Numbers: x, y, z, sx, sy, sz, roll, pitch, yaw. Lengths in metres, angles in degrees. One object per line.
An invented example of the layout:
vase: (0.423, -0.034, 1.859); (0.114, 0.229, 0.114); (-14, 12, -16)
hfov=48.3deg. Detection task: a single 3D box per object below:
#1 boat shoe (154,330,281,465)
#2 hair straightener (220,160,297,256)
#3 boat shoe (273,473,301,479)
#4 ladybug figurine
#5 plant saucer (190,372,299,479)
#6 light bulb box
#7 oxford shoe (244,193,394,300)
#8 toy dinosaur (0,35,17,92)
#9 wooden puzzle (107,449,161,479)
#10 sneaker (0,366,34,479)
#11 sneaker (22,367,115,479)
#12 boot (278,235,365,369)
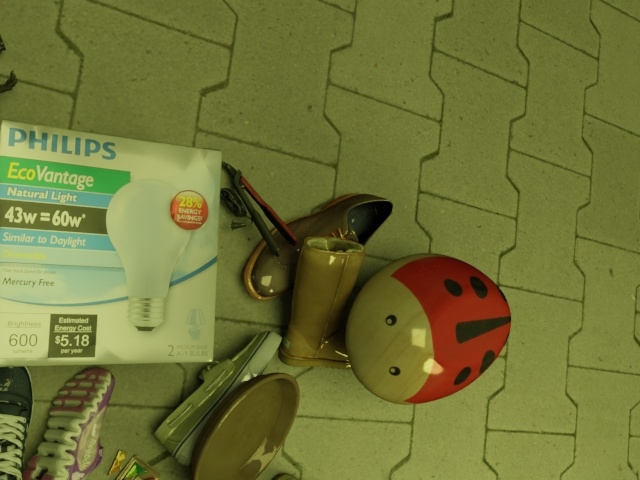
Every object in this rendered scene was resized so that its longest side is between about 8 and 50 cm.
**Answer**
boat shoe: (-0.188, 0.277, 1.344); (0.094, 0.109, 0.302); (37, 62, 4)
hair straightener: (-0.147, -0.061, 1.398); (0.089, 0.047, 0.230); (-36, 86, -19)
boat shoe: (0.017, 0.575, 1.456); (0.285, 0.089, 0.104); (37, 67, -25)
ladybug figurine: (0.246, 0.175, 1.451); (0.450, 0.162, 0.304); (-12, 95, -43)
plant saucer: (-0.142, 0.362, 1.326); (0.278, 0.041, 0.277); (-37, 142, -36)
light bulb box: (-0.370, 0.016, 1.181); (0.358, 0.225, 0.360); (4, 85, -32)
oxford shoe: (0.000, 0.000, 1.467); (0.364, 0.133, 0.129); (-38, 106, -28)
toy dinosaur: (-0.572, -0.282, 1.177); (0.118, 0.064, 0.268); (-21, 98, -17)
wooden puzzle: (-0.335, 0.437, 1.292); (0.116, 0.014, 0.078); (40, 67, -23)
sneaker: (-0.501, 0.329, 1.114); (0.099, 0.153, 0.282); (16, 78, -31)
sneaker: (-0.409, 0.335, 1.214); (0.104, 0.095, 0.236); (51, 48, -44)
boot: (0.044, 0.129, 1.437); (0.236, 0.089, 0.269); (1, 116, -31)
